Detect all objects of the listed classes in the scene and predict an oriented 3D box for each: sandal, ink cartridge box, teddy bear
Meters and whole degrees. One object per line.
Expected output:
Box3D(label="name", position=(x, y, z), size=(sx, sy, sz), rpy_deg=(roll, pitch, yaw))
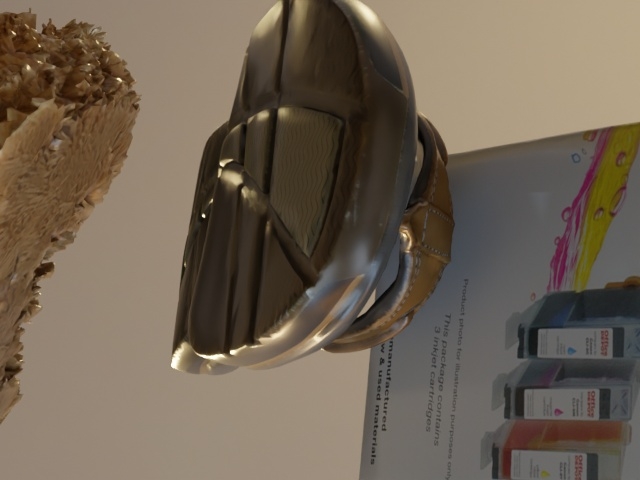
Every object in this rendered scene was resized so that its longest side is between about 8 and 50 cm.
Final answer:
Box3D(label="sandal", position=(0.000, 0.000, 0.450), size=(0.060, 0.219, 0.090), rpy_deg=(12, -104, -7))
Box3D(label="ink cartridge box", position=(0.109, 0.042, 0.442), size=(0.176, 0.128, 0.127), rpy_deg=(-5, -103, 59))
Box3D(label="teddy bear", position=(-0.200, 0.045, 0.776), size=(0.113, 0.338, 0.245), rpy_deg=(35, -142, 15))
